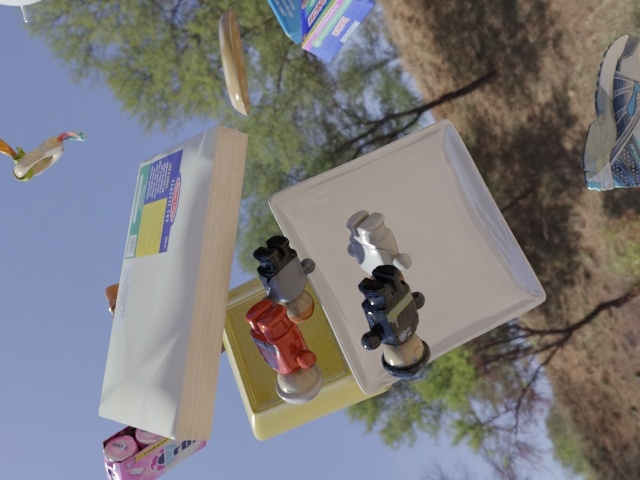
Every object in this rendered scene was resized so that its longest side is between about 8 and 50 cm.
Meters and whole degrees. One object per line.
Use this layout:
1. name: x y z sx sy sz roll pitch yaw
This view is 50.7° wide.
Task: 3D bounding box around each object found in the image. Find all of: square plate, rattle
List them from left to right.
1. rattle: -0.666 -0.243 1.597 0.130 0.200 0.142 -11 -113 -59
2. square plate: 0.140 0.018 1.098 0.347 0.344 0.049 63 167 7

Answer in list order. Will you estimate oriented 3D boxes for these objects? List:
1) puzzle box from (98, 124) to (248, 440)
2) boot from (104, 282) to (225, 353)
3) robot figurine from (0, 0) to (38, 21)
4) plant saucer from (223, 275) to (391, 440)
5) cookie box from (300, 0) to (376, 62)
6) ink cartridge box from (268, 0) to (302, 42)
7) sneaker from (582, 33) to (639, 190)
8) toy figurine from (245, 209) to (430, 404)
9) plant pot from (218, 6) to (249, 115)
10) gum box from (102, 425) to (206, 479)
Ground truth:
1. puzzle box: -0.214 0.059 0.965 0.052 0.272 0.409 14 -103 -35
2. boot: -0.363 0.190 1.612 0.283 0.109 0.220 1 -145 -41
3. robot figurine: -0.590 -0.594 1.262 0.200 0.353 0.300 -10 -124 -23
4. plant saucer: -0.062 0.208 1.402 0.333 0.333 0.081 68 -164 16
5. cookie box: 0.017 -0.267 0.740 0.040 0.092 0.107 19 -132 -28
6. ink cartridge box: 0.054 -0.568 1.171 0.285 0.395 0.166 62 -172 -7
7. sneaker: 0.506 -0.204 1.086 0.110 0.122 0.283 43 -121 -56
8. toy figurine: 0.021 0.082 0.845 0.209 0.213 0.148 -98 -13 -58
9. plant pot: -0.192 -0.392 1.497 0.236 0.032 0.236 -8 -90 -89
10. gum box: -0.300 0.369 1.218 0.188 0.107 0.062 -28 -131 -36
